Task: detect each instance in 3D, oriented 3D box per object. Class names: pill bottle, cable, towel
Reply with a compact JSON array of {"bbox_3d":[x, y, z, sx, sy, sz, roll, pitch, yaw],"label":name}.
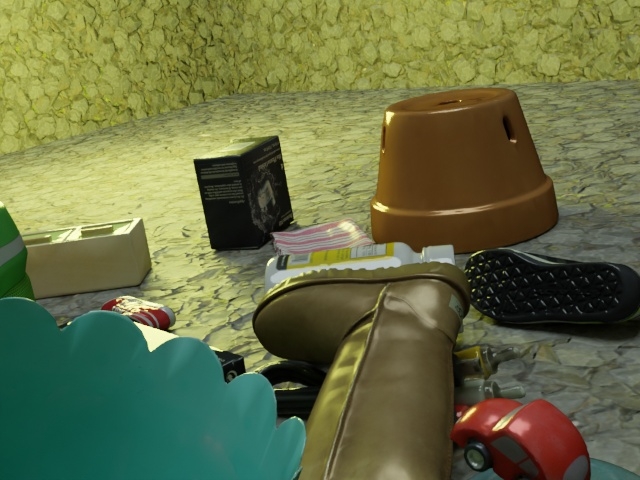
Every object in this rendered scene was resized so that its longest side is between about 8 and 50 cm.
[{"bbox_3d":[0.050,0.065,1.074,0.209,0.119,0.119,-6,16,8],"label":"pill bottle"},{"bbox_3d":[0.047,0.160,0.914,0.287,0.072,0.139,-14,28,30],"label":"cable"},{"bbox_3d":[0.000,0.000,1.498,0.144,0.029,0.197,-10,16,-7],"label":"towel"}]

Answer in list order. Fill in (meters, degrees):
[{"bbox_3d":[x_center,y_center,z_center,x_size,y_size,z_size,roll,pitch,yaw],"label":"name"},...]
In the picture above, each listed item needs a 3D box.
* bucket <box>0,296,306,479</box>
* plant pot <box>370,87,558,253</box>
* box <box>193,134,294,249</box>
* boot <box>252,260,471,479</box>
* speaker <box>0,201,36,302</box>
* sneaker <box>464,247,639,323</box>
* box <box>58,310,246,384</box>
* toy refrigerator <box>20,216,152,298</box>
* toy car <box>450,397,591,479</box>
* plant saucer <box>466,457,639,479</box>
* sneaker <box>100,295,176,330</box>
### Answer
[{"bbox_3d":[-0.158,0.160,0.509,0.281,0.183,0.281,14,13,-3],"label":"bucket"},{"bbox_3d":[0.209,-0.118,1.482,0.291,0.203,0.291,-9,15,2],"label":"plant pot"},{"bbox_3d":[-0.126,-0.083,1.617,0.093,0.158,0.156,-3,17,23],"label":"box"},{"bbox_3d":[0.009,0.132,0.821,0.236,0.089,0.269,-16,31,28],"label":"boot"},{"bbox_3d":[-0.248,0.125,0.691,0.131,0.296,0.131,-8,16,2],"label":"speaker"},{"bbox_3d":[0.273,0.061,1.093,0.235,0.084,0.097,9,-1,44],"label":"sneaker"},{"bbox_3d":[-0.215,0.160,0.913,0.184,0.103,0.261,-19,19,-40],"label":"box"},{"bbox_3d":[-0.411,0.029,1.501,0.270,0.094,0.102,-7,15,4],"label":"toy refrigerator"},{"bbox_3d":[0.223,0.174,0.621,0.225,0.053,0.239,-2,35,-14],"label":"toy car"},{"bbox_3d":[0.168,0.197,0.694,0.195,0.037,0.195,-8,16,2],"label":"plant saucer"},{"bbox_3d":[-0.254,0.103,1.247,0.119,0.042,0.067,3,16,30],"label":"sneaker"}]
